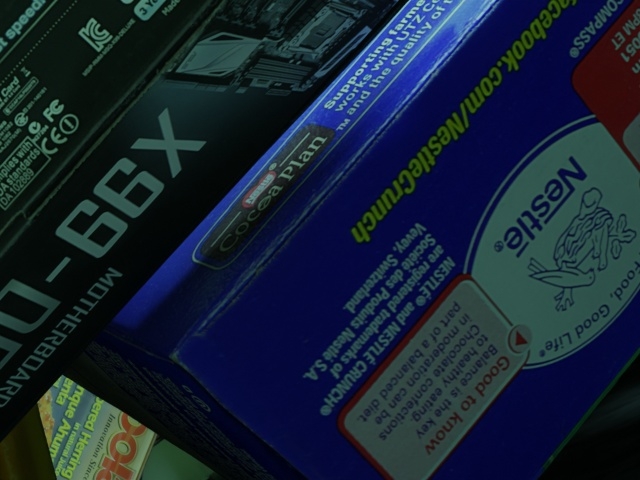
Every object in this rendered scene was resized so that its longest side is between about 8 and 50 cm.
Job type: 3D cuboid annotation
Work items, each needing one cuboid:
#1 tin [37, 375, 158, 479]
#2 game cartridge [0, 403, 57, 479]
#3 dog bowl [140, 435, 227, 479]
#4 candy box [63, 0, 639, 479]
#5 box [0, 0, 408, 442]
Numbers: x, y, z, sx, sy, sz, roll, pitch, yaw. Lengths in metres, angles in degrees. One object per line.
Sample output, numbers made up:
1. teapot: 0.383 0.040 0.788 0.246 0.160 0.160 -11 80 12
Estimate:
1. tin: -0.142 0.108 0.878 0.040 0.106 0.190 132 161 -68
2. game cartridge: -0.174 0.048 0.661 0.052 0.285 0.323 -13 -6 -23
3. dog bowl: -0.250 0.174 1.159 0.408 0.150 0.408 -27 0 0
4. candy box: 0.009 -0.053 0.612 0.268 0.122 0.317 -48 27 -13
5. box: -0.165 -0.040 0.462 0.307 0.242 0.076 -48 -22 1
